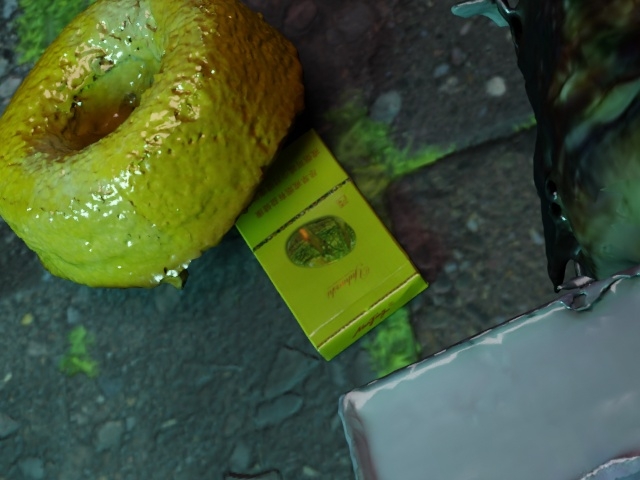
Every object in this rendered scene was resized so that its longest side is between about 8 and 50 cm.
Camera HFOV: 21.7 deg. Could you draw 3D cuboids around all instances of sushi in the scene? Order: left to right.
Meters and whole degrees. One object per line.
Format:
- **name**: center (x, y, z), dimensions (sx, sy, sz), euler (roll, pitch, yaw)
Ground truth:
- **sushi**: center (0.242, -0.105, 0.926), dimensions (0.281, 0.299, 0.294), euler (-4, 61, -8)

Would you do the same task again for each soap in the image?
- **soap**: center (0.195, 0.110, 0.831), dimensions (0.296, 0.285, 0.107), euler (-25, 55, 13)

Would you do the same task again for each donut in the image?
- **donut**: center (-0.129, -0.078, 1.189), dimensions (0.253, 0.118, 0.253), euler (-29, 41, 28)

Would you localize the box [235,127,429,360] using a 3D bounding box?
- **box**: center (0.000, 0.000, 1.142), dimensions (0.087, 0.023, 0.155), euler (-35, 54, 1)
